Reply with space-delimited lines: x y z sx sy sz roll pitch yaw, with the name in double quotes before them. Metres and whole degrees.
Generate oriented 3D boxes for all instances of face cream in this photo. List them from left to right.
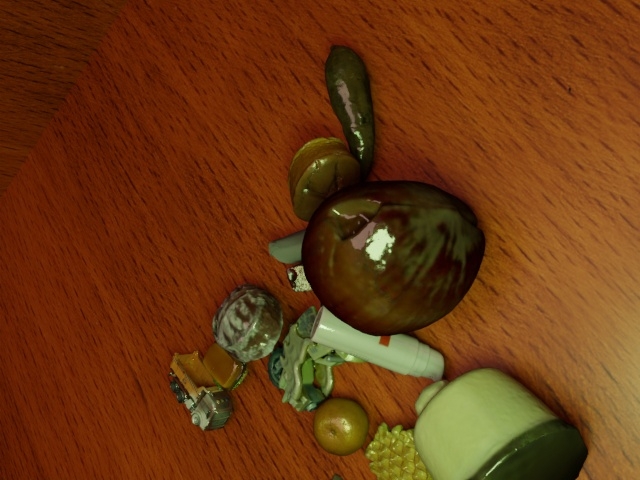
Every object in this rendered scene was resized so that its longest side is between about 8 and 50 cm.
"face cream" 0.150 0.266 1.541 0.345 0.102 0.102 20 99 -7

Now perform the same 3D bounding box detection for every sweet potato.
"sweet potato" 0.094 -0.373 1.747 0.130 0.130 0.423 -15 85 33

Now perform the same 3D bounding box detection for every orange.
"orange" 0.058 0.504 1.656 0.159 0.136 0.159 1 92 25

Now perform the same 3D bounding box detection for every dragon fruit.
"dragon fruit" -0.022 0.101 1.799 0.147 0.096 0.102 -9 90 4

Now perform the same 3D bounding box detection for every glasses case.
"glasses case" 0.001 -0.001 1.775 0.308 0.128 0.083 -14 102 33

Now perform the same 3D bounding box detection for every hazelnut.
"hazelnut" 0.171 0.043 1.449 0.402 0.429 0.402 -25 59 49

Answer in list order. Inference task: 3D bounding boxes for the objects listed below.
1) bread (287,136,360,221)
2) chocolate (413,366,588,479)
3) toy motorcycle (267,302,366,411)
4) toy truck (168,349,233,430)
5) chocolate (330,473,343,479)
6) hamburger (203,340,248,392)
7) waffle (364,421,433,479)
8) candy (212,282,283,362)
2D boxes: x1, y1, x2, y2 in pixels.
"bread" 0.006 -0.165 1.720 0.270 0.195 0.143 112 143 -49
"chocolate" 0.373 0.443 1.360 0.314 0.326 0.297 -40 37 1
"toy motorcycle" 0.001 0.312 1.708 0.410 0.168 0.237 -51 53 26
"toy truck" -0.396 0.491 2.003 0.270 0.114 0.135 43 114 33
"chocolate" 0.030 0.715 1.719 0.101 0.031 0.064 -54 54 20
"hamburger" -0.304 0.401 1.955 0.166 0.087 0.137 44 103 31
"waffle" 0.200 0.564 1.555 0.219 0.057 0.229 20 119 43
"candy" -0.224 0.242 1.833 0.214 0.157 0.289 -51 28 -5
